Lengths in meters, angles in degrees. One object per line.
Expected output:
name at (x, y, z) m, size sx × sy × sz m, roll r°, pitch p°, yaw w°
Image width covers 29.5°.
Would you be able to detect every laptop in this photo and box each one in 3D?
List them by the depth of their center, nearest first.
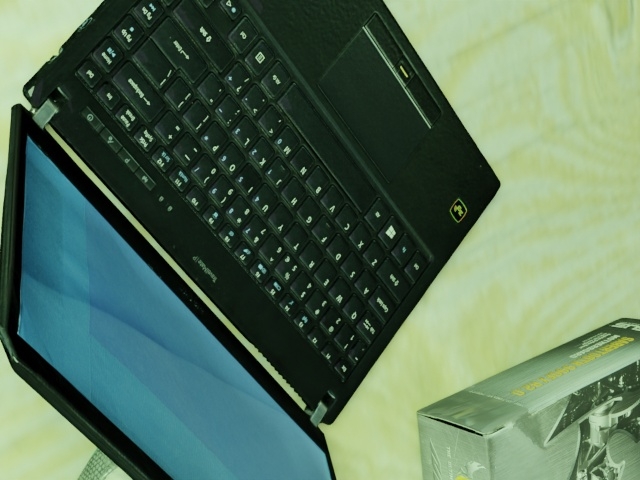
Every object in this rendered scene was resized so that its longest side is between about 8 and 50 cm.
laptop at (0.000, 0.000, 0.506) m, size 0.264 × 0.136 × 0.234 m, roll -52°, pitch 126°, yaw -20°

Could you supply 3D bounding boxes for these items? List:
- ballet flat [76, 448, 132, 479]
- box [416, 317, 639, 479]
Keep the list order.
ballet flat at (-0.094, 0.124, 0.514) m, size 0.114 × 0.041 × 0.041 m, roll -52°, pitch 126°, yaw -20°
box at (0.148, 0.181, 0.715) m, size 0.183 × 0.056 × 0.231 m, roll -17°, pitch 109°, yaw -37°
